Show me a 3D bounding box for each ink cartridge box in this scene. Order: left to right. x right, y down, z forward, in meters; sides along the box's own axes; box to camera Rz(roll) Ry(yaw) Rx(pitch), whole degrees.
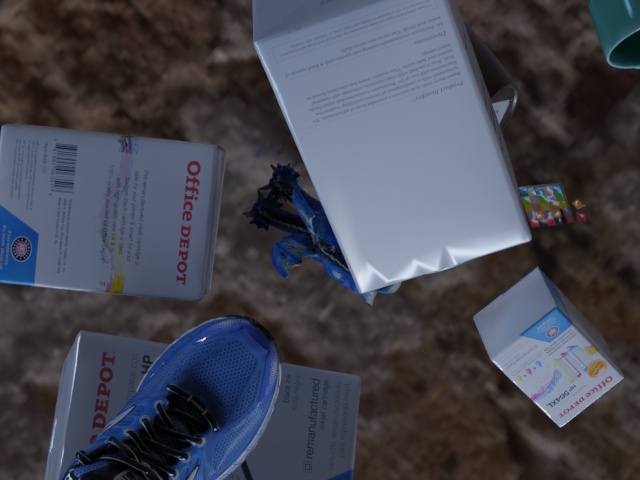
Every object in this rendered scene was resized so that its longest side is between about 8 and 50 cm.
[{"bbox_3d":[-0.228,-0.032,1.907,0.233,0.171,0.168,7,-177,0],"label":"ink cartridge box"},{"bbox_3d":[-0.127,0.236,1.828,0.307,0.223,0.129,10,158,-11],"label":"ink cartridge box"},{"bbox_3d":[0.249,0.119,1.859,0.143,0.092,0.090,44,-166,-26],"label":"ink cartridge box"}]

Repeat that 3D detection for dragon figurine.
[{"bbox_3d":[0.000,0.000,1.820,0.144,0.085,0.289,19,-164,-13],"label":"dragon figurine"}]

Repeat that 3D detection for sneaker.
[{"bbox_3d":[-0.152,0.209,1.581,0.130,0.330,0.147,39,177,-3],"label":"sneaker"}]

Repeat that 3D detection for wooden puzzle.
[{"bbox_3d":[0.240,-0.037,1.849,0.083,0.006,0.049,-6,120,34],"label":"wooden puzzle"}]

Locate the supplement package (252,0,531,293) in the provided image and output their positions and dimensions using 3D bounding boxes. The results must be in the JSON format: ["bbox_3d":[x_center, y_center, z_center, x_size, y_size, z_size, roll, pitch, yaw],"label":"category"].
[{"bbox_3d":[0.066,-0.131,1.639,0.175,0.177,0.293,-95,-15,-57],"label":"supplement package"}]

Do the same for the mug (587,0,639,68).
[{"bbox_3d":[0.336,-0.246,1.820,0.158,0.129,0.097,-35,66,48],"label":"mug"}]

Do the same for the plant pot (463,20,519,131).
[{"bbox_3d":[0.157,-0.230,2.460,0.230,0.215,0.215,36,159,23],"label":"plant pot"}]
